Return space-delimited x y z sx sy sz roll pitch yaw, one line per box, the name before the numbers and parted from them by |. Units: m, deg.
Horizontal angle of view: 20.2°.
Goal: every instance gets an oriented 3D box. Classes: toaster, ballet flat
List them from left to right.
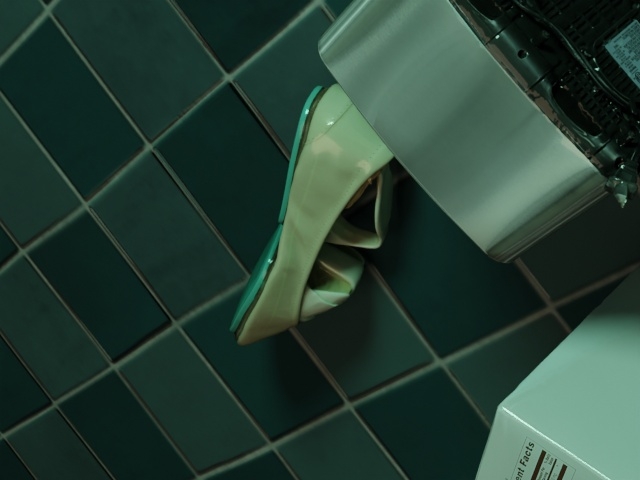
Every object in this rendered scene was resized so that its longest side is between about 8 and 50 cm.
ballet flat | 0.000 0.000 1.229 0.086 0.086 0.248 38 140 15
toaster | 0.110 -0.096 0.943 0.168 0.185 0.110 49 133 1

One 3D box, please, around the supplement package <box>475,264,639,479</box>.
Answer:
supplement package | 0.219 0.143 1.024 0.203 0.194 0.149 34 139 21
